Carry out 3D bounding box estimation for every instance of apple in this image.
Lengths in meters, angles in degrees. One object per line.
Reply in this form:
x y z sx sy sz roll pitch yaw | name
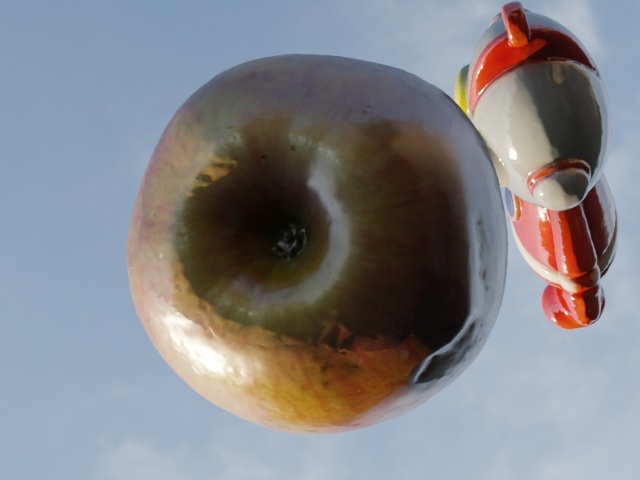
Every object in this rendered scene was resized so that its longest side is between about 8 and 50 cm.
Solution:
0.000 0.000 0.739 0.211 0.211 0.188 -47 -14 4 | apple

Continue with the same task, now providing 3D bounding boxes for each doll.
0.164 -0.058 1.008 0.105 0.200 0.336 -13 -33 8 | doll
